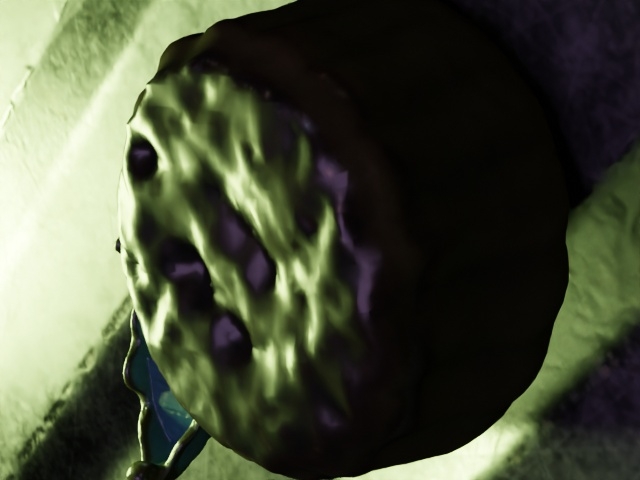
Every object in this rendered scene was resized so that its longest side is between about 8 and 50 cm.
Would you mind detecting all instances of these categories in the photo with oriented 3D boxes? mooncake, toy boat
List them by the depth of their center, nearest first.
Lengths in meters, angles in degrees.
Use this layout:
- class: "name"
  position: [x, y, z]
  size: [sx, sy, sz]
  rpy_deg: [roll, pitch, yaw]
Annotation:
- class: "mooncake"
  position: [0.000, 0.000, 1.101]
  size: [0.290, 0.161, 0.290]
  rpy_deg: [19, 117, 44]
- class: "toy boat"
  position: [-0.112, 0.085, 1.313]
  size: [0.075, 0.077, 0.185]
  rpy_deg: [15, 114, 43]

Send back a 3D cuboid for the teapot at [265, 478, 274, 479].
- class: "teapot"
  position: [-0.090, 0.276, 1.318]
  size: [0.193, 0.129, 0.294]
  rpy_deg: [45, 132, 26]
